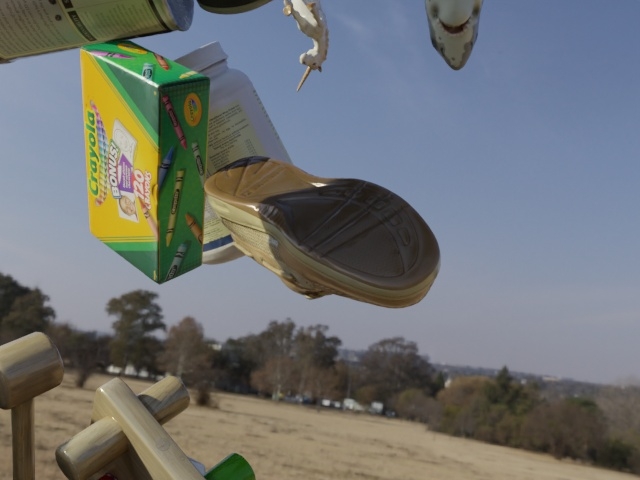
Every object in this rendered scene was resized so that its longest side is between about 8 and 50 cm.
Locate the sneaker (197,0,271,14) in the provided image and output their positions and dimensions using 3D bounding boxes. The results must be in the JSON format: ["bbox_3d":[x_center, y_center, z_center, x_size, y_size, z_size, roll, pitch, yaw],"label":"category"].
[{"bbox_3d":[-0.076,-0.371,0.845,0.221,0.083,0.118,-12,-34,17],"label":"sneaker"}]

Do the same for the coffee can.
[{"bbox_3d":[-0.334,-0.361,0.901,0.275,0.202,0.201,-7,-16,7],"label":"coffee can"}]

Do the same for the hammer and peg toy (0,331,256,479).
[{"bbox_3d":[-0.177,0.253,0.651,0.361,0.127,0.266,42,-45,19],"label":"hammer and peg toy"}]

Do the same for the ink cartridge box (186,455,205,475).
[{"bbox_3d":[-0.367,0.560,1.291,0.289,0.211,0.121,-19,-33,11],"label":"ink cartridge box"}]

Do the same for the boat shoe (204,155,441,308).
[{"bbox_3d":[0.000,0.000,0.727,0.341,0.121,0.110,29,-36,48],"label":"boat shoe"}]

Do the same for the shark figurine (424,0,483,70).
[{"bbox_3d":[0.177,-0.305,0.595,0.166,0.278,0.116,50,14,-1],"label":"shark figurine"}]

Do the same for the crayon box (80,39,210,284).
[{"bbox_3d":[-0.233,-0.103,0.889,0.165,0.279,0.081,30,37,32],"label":"crayon box"}]

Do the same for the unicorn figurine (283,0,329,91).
[{"bbox_3d":[-0.020,-0.269,0.784,0.060,0.162,0.111,-4,0,15],"label":"unicorn figurine"}]

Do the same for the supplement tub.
[{"bbox_3d":[-0.185,-0.148,1.154,0.235,0.325,0.235,-25,16,8],"label":"supplement tub"}]
